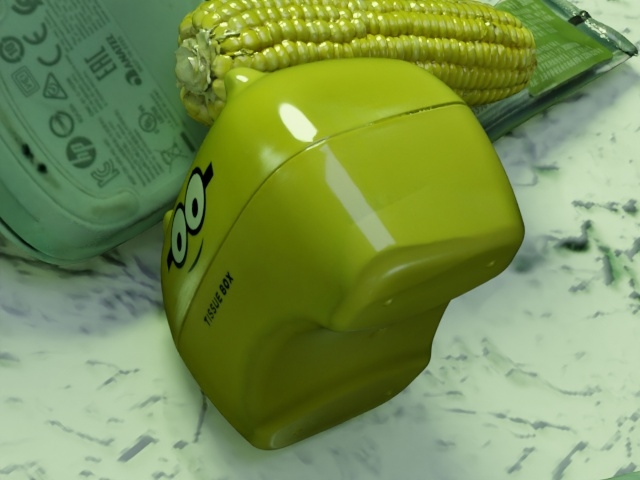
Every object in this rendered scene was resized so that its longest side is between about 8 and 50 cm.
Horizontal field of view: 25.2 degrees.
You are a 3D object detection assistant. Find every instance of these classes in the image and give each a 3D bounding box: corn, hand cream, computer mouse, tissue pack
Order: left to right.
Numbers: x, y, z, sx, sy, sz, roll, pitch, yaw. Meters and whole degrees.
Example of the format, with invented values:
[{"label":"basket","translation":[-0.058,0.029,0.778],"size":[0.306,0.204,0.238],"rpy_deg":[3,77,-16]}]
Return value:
[{"label":"computer mouse","translation":[-0.086,-0.112,0.742],"size":[0.288,0.097,0.159],"rpy_deg":[-43,110,-28]},{"label":"tissue pack","translation":[0.000,0.000,0.642],"size":[0.123,0.178,0.127],"rpy_deg":[-16,65,-31]},{"label":"corn","translation":[0.021,-0.091,0.711],"size":[0.203,0.072,0.072],"rpy_deg":[-8,58,-32]},{"label":"hand cream","translation":[0.097,-0.091,0.832],"size":[0.086,0.055,0.235],"rpy_deg":[40,47,15]}]

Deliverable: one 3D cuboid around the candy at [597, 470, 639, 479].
[{"label":"candy","translation":[0.133,0.189,0.619],"size":[0.138,0.071,0.174],"rpy_deg":[-8,59,-25]}]
